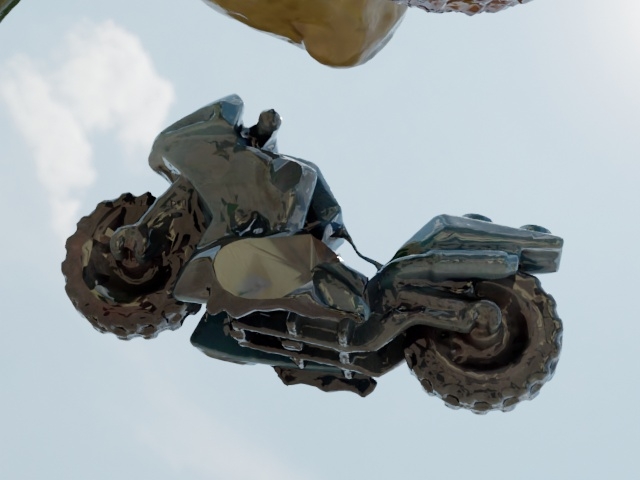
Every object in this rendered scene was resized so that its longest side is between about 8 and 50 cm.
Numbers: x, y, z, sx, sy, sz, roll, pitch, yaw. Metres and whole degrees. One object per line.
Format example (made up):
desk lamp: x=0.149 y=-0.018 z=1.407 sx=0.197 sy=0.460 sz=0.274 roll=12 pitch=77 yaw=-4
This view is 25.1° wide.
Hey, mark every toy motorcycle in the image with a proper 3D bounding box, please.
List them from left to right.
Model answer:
toy motorcycle: x=0.000 y=0.000 z=1.177 sx=0.416 sy=0.232 sz=0.172 roll=11 pitch=-26 yaw=12

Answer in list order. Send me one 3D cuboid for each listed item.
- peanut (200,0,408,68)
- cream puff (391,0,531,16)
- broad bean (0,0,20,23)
peanut: x=-0.073 y=-0.293 z=1.069 sx=0.169 sy=0.192 sz=0.387 roll=-27 pitch=-73 yaw=43
cream puff: x=0.076 y=-0.199 z=0.556 sx=0.164 sy=0.240 sz=0.240 roll=18 pitch=-56 yaw=17
broad bean: x=-0.237 y=-0.043 z=0.659 sx=0.060 sy=0.297 sz=0.043 roll=47 pitch=-9 yaw=40
